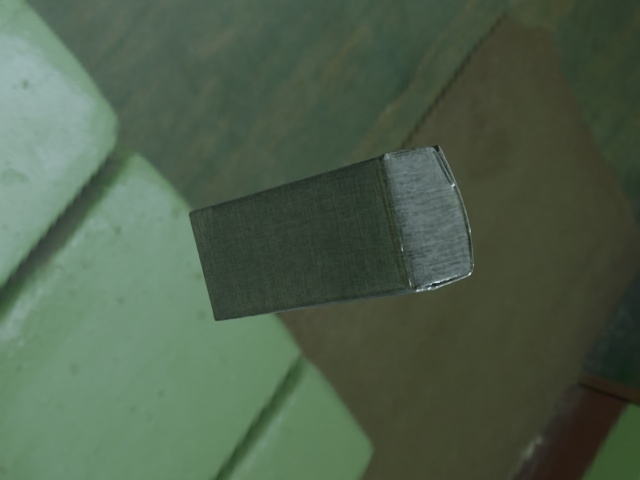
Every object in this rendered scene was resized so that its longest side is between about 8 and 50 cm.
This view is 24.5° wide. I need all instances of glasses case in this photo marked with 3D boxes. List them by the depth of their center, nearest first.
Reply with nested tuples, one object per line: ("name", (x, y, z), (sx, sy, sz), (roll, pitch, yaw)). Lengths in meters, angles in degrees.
("glasses case", (0.000, 0.000, 0.801), (0.047, 0.205, 0.071), (-15, 91, -32))
